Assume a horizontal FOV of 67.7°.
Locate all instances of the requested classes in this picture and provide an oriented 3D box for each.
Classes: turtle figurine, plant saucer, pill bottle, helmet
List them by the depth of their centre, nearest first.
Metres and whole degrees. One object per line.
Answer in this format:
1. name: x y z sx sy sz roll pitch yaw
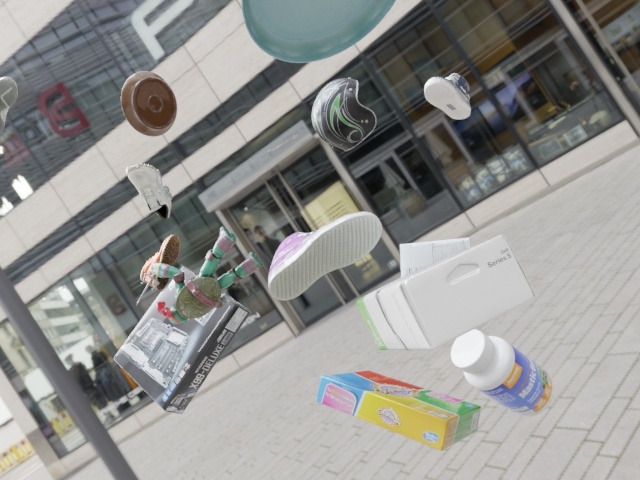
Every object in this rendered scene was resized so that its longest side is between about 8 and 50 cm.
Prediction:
1. plant saucer: 0.009 -0.444 0.810 0.318 0.043 0.317 -23 -22 -10
2. turtle figurine: -0.237 0.093 0.953 0.234 0.175 0.118 -42 42 2
3. plant saucer: -0.443 -0.361 1.264 0.029 0.168 0.168 7 25 35
4. helmet: 0.057 -0.340 1.275 0.169 0.161 0.169 -39 22 19
5. pill bottle: 0.488 0.354 1.295 0.152 0.272 0.152 -45 23 25

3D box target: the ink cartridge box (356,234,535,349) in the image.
1. ink cartridge box: 0.201 0.102 0.841 0.199 0.114 0.273 -23 -7 -13

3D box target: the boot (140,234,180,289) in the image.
1. boot: -0.452 0.052 1.338 0.059 0.085 0.157 33 -106 -58

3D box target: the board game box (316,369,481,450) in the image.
1. board game box: 0.187 0.390 1.137 0.317 0.064 0.242 8 -5 35

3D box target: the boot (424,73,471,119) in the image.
1. boot: 0.303 -0.363 1.139 0.069 0.086 0.190 -5 -14 35

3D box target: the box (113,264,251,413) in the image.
1. box: -0.361 0.247 1.245 0.307 0.243 0.076 -56 -33 -9

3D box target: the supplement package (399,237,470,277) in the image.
1. supplement package: 0.361 0.098 1.454 0.203 0.149 0.194 -6 -21 17

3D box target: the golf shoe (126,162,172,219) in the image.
1. golf shoe: -0.409 -0.117 1.166 0.069 0.086 0.176 -20 -29 3

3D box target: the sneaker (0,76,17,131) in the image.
1. sneaker: -0.693 -0.302 1.025 0.054 0.061 0.152 15 -42 -42

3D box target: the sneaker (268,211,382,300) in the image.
1. sneaker: -0.001 -0.001 1.047 0.282 0.102 0.161 -31 26 16

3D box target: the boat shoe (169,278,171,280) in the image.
1. boat shoe: -0.494 0.238 1.667 0.070 0.219 0.078 -16 -8 -24
